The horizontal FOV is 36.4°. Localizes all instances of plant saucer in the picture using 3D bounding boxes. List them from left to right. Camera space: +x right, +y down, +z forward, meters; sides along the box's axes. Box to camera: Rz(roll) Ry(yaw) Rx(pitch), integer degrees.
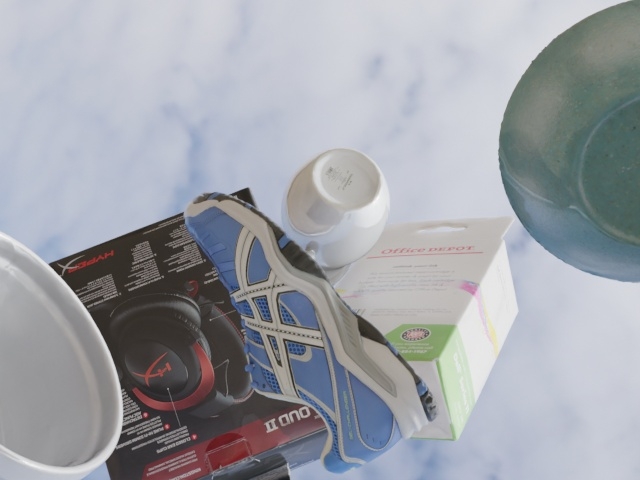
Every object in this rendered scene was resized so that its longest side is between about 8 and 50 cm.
[{"bbox_3d":[0.207,-0.049,0.595,0.195,0.195,0.037,-40,-165,26],"label":"plant saucer"}]

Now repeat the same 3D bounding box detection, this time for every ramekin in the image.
[{"bbox_3d":[-0.249,0.098,0.688,0.109,0.207,0.207,-34,-133,15],"label":"ramekin"}]

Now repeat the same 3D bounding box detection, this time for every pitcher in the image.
[{"bbox_3d":[0.000,0.000,1.155,0.207,0.125,0.177,111,5,-59],"label":"pitcher"}]

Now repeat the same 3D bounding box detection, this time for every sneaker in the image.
[{"bbox_3d":[-0.023,0.053,0.613,0.081,0.080,0.211,-42,-108,-4],"label":"sneaker"}]

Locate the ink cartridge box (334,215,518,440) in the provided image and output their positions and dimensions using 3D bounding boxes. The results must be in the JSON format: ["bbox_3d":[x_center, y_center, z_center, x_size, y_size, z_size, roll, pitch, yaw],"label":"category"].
[{"bbox_3d":[0.123,0.099,1.240,0.207,0.119,0.353,-3,-154,29],"label":"ink cartridge box"}]

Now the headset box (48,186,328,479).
[{"bbox_3d":[-0.113,0.125,0.948,0.218,0.110,0.293,-22,-115,-5],"label":"headset box"}]

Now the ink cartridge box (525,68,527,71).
[{"bbox_3d":[0.378,-0.212,1.257,0.198,0.115,0.067,-1,-135,51],"label":"ink cartridge box"}]
